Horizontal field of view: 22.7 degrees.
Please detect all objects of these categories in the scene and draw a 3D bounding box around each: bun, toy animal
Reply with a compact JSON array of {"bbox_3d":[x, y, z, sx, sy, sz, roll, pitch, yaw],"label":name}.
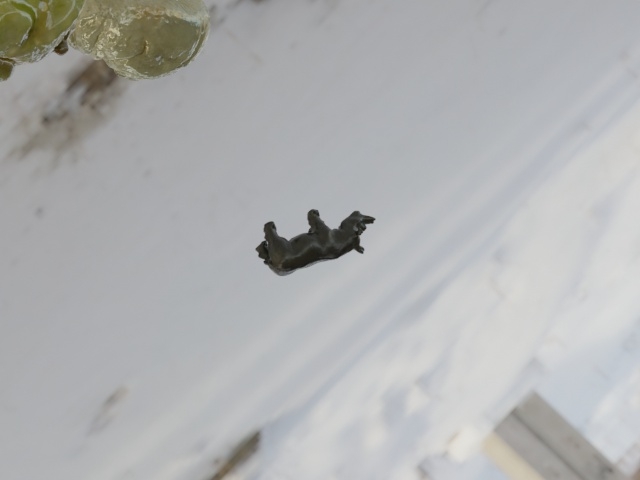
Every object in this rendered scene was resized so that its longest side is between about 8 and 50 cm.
[{"bbox_3d":[-0.219,-0.247,1.845,0.188,0.164,0.111,-18,134,-59],"label":"bun"},{"bbox_3d":[0.000,0.000,1.759,0.136,0.065,0.047,-17,133,-18],"label":"toy animal"}]

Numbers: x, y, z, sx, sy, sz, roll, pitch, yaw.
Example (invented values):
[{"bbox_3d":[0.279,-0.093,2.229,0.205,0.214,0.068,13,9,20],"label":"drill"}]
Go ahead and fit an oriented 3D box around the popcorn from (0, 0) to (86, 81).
[{"bbox_3d":[-0.216,-0.167,0.853,0.187,0.185,0.167,-29,135,-15],"label":"popcorn"}]
